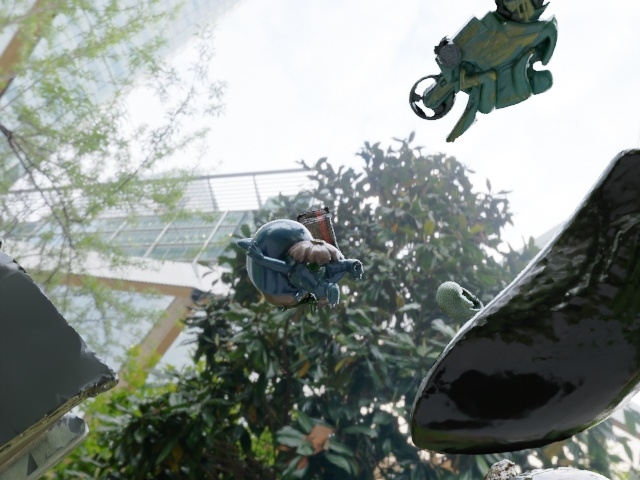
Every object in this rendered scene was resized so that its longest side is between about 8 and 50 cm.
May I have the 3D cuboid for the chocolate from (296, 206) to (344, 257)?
[{"bbox_3d":[0.000,0.000,1.201,0.085,0.183,0.028,-20,-40,2],"label":"chocolate"}]

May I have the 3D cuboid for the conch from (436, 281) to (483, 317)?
[{"bbox_3d":[0.249,0.114,0.977,0.076,0.085,0.057,11,-60,-33],"label":"conch"}]

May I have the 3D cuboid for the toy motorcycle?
[{"bbox_3d":[0.295,-0.301,0.926,0.198,0.109,0.296,41,-62,-9],"label":"toy motorcycle"}]

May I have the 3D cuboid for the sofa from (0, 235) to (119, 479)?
[{"bbox_3d":[-0.372,0.145,0.542,0.258,0.200,0.182,47,-56,3],"label":"sofa"}]

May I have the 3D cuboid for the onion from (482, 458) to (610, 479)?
[{"bbox_3d":[0.223,0.330,0.553,0.161,0.248,0.248,32,-49,20],"label":"onion"}]

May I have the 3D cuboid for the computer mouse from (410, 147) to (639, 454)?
[{"bbox_3d":[0.174,0.054,0.345,0.088,0.264,0.147,36,-5,38],"label":"computer mouse"}]

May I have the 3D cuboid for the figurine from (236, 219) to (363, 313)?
[{"bbox_3d":[-0.026,0.050,0.717,0.178,0.114,0.145,17,-51,46],"label":"figurine"}]
